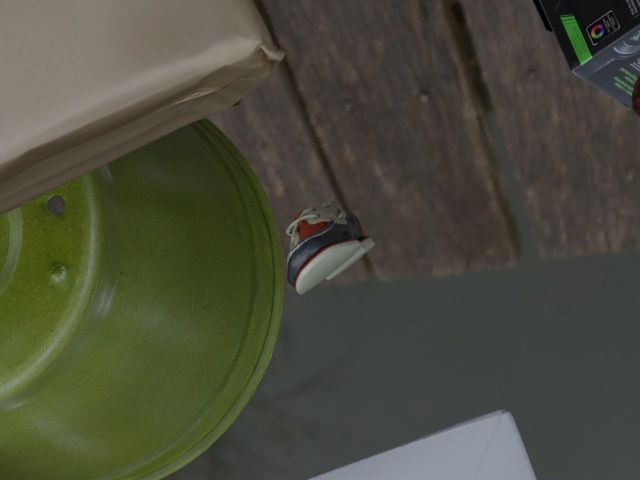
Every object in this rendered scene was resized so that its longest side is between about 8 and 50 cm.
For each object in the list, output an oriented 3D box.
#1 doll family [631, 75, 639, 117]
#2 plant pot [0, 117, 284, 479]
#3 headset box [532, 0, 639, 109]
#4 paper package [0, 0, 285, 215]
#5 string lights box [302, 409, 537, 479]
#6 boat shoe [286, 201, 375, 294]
[{"bbox_3d":[0.213,-0.029,0.744,0.111,0.193,0.076,-23,171,-15],"label":"doll family"},{"bbox_3d":[-0.233,0.015,1.182,0.366,0.367,0.353,6,174,8],"label":"plant pot"},{"bbox_3d":[0.351,-0.314,1.660,0.283,0.246,0.131,-35,145,27],"label":"headset box"},{"bbox_3d":[-0.232,-0.165,0.842,0.309,0.168,0.325,-27,89,-10],"label":"paper package"},{"bbox_3d":[0.052,0.145,0.607,0.076,0.133,0.260,-19,170,-1],"label":"string lights box"},{"bbox_3d":[0.000,0.000,0.956,0.049,0.137,0.043,-38,86,13],"label":"boat shoe"}]
